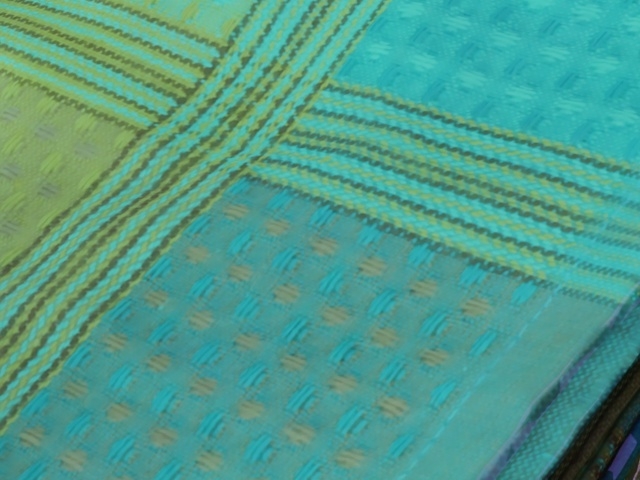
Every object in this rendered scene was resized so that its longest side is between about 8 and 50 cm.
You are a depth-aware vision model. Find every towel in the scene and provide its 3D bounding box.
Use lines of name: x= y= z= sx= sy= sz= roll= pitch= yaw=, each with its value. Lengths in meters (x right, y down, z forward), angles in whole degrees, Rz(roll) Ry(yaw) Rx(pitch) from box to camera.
towel: x=-0.074 y=-0.017 z=0.432 sx=0.370 sy=0.040 sz=0.271 roll=22 pitch=62 yaw=35

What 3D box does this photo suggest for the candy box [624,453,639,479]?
candy box: x=0.081 y=0.143 z=0.371 sx=0.109 sy=0.053 sz=0.186 roll=29 pitch=67 yaw=-10
